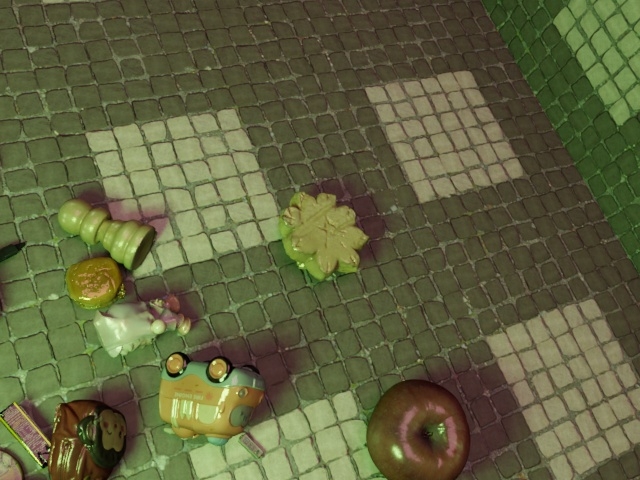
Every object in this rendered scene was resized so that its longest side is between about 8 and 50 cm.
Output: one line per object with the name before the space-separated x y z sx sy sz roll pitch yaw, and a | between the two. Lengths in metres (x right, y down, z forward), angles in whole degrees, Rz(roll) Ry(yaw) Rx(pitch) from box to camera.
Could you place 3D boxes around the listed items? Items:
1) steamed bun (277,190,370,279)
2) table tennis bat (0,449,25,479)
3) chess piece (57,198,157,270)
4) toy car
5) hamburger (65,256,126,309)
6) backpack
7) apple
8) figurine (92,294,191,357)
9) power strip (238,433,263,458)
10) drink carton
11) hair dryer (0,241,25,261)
steamed bun | 0.000 0.000 2.035 0.296 0.137 0.292 6 59 -26
table tennis bat | -0.835 0.604 1.508 0.310 0.038 0.200 -29 79 -32
chess piece | -0.605 -0.029 1.846 0.261 0.142 0.142 24 60 1
toy car | -0.283 0.406 1.683 0.271 0.180 0.212 1 73 22
hamburger | -0.610 0.116 1.793 0.147 0.083 0.138 -15 75 -22
backpack | -0.556 0.490 1.565 0.139 0.229 0.229 1 62 13
apple | 0.261 0.535 1.810 0.306 0.235 0.305 6 65 -13
figurine | -0.467 0.217 1.740 0.276 0.200 0.133 -13 86 -54
power strip | -0.184 0.552 1.770 0.083 0.017 0.027 42 61 5
drink carton | -0.702 0.470 1.596 0.165 0.071 0.056 46 62 4
hair dryer | -0.883 0.069 1.727 0.070 0.128 0.255 53 38 1
